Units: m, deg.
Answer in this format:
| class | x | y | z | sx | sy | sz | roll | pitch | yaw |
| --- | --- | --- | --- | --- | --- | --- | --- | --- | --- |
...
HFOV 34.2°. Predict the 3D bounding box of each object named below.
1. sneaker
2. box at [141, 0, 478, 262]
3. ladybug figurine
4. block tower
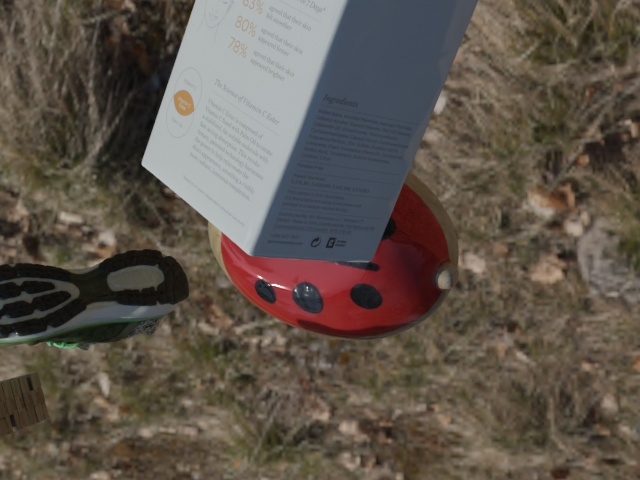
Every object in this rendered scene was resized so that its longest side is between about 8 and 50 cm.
| class | x | y | z | sx | sy | sz | roll | pitch | yaw |
| --- | --- | --- | --- | --- | --- | --- | --- | --- | --- |
| sneaker | -0.431 | 0.142 | 1.774 | 0.410 | 0.158 | 0.182 | -6 | 138 | -24 |
| box | -0.009 | -0.179 | 1.027 | 0.168 | 0.215 | 0.345 | 4 | 114 | -43 |
| ladybug figurine | 0.000 | 0.000 | 1.600 | 0.449 | 0.305 | 0.162 | 12 | -173 | 31 |
| block tower | -0.565 | 0.290 | 1.744 | 0.091 | 0.097 | 0.335 | -15 | 179 | 7 |
